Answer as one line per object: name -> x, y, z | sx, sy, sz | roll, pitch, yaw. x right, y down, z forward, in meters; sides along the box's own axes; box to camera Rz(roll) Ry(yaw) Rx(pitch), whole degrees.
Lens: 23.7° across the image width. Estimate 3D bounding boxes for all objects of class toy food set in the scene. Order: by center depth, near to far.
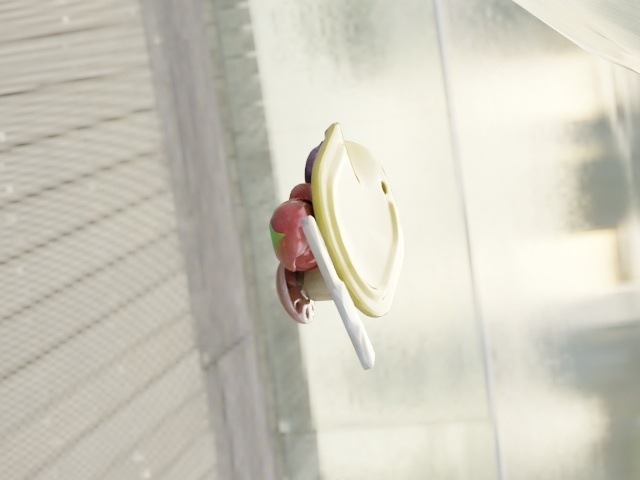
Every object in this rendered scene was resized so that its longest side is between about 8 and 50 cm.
toy food set -> 0.000, 0.000, 1.123 | 0.128, 0.071, 0.218 | 64, 21, -21

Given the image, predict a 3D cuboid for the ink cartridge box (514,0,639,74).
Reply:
ink cartridge box -> 0.082, -0.138, 0.593 | 0.307, 0.072, 0.303 | 30, 7, -27
